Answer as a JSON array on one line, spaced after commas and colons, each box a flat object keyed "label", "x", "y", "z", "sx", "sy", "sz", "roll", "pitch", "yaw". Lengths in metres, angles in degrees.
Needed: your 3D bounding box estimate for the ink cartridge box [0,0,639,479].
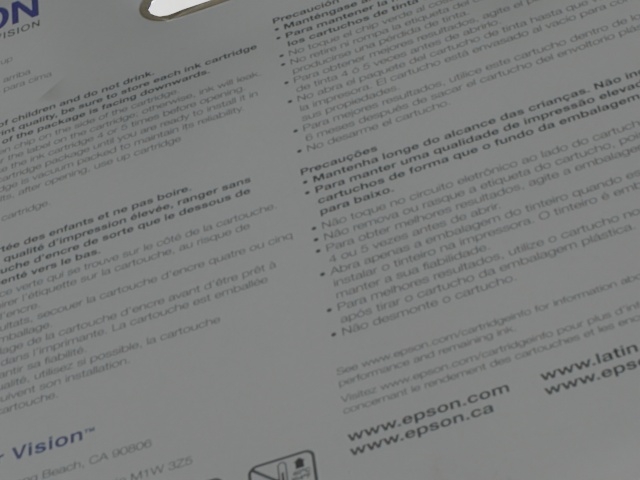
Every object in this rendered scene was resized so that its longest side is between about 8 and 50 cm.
[{"label": "ink cartridge box", "x": 0.000, "y": 0.000, "z": 0.615, "sx": 0.324, "sy": 0.071, "sz": 0.330, "roll": -18, "pitch": -139, "yaw": 7}]
